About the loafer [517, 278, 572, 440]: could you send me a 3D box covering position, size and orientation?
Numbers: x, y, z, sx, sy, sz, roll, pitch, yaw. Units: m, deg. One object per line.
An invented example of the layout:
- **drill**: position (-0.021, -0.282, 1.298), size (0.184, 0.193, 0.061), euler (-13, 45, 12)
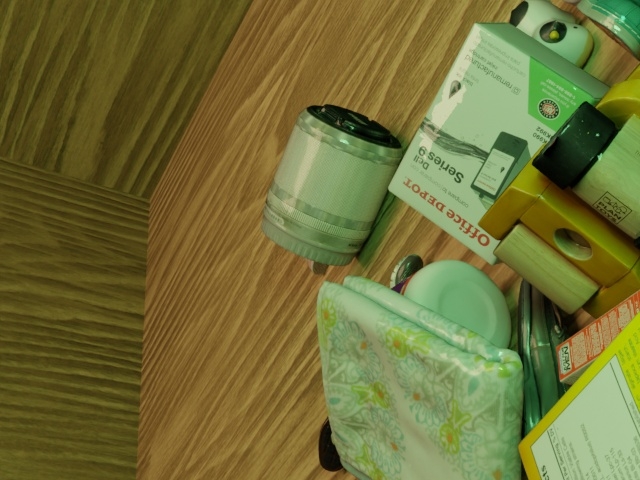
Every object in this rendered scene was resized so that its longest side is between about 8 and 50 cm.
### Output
- **loafer**: position (0.310, 0.168, 1.500), size (0.096, 0.084, 0.267), euler (82, -169, -55)

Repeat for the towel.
- **towel**: position (0.133, 0.245, 1.552), size (0.374, 0.090, 0.320), euler (26, 130, 48)

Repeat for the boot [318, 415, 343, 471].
- **boot**: position (0.051, 0.311, 2.046), size (0.106, 0.082, 0.219), euler (-69, -4, -77)

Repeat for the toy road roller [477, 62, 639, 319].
- **toy road roller**: position (0.365, -0.073, 1.348), size (0.240, 0.202, 0.329), euler (-48, -5, -26)

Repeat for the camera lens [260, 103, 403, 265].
- **camera lens**: position (0.021, -0.115, 2.190), size (0.274, 0.219, 0.219), euler (-67, 22, 16)

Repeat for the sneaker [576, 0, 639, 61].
- **sneaker**: position (0.408, -0.315, 1.419), size (0.121, 0.108, 0.302), euler (-50, 1, 24)

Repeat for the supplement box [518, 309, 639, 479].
- **supplement box**: position (0.388, 0.192, 1.101), size (0.356, 0.195, 0.194), euler (-57, 26, 34)

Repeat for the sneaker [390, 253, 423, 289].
- **sneaker**: position (0.157, 0.108, 1.937), size (0.076, 0.065, 0.166), euler (16, 93, 52)

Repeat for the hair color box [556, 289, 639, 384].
- **hair color box**: position (0.371, 0.125, 1.331), size (0.167, 0.093, 0.053), euler (-47, 33, 50)

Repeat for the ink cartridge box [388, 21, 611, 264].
- **ink cartridge box**: position (0.262, -0.140, 1.619), size (0.211, 0.121, 0.289), euler (38, 118, 22)

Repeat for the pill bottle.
- **pill bottle**: position (0.142, 0.162, 1.745), size (0.323, 0.181, 0.181), euler (-39, 40, 55)

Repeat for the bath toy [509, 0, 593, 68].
- **bath toy**: position (0.370, -0.377, 1.654), size (0.151, 0.129, 0.348), euler (39, 116, 30)

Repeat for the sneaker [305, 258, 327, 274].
- **sneaker**: position (0.000, 0.000, 2.391), size (0.070, 0.051, 0.134), euler (48, 123, 60)
